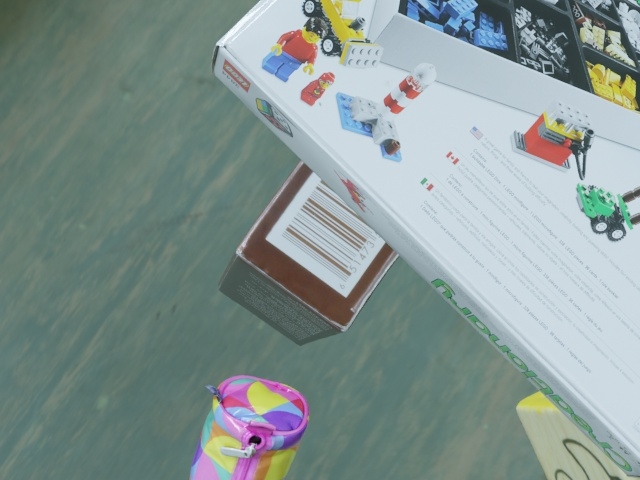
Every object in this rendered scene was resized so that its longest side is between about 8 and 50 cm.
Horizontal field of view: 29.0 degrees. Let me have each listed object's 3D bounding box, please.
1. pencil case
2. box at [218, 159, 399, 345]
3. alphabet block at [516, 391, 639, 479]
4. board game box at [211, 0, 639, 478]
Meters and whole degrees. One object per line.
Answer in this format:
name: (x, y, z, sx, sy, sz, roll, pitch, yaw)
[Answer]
pencil case: (-0.086, 0.240, 1.190, 0.104, 0.236, 0.104, 15, 26, -8)
box: (0.000, 0.000, 1.354, 0.143, 0.381, 0.191, 36, 81, -3)
alphabet block: (0.344, 0.211, 1.224, 0.193, 0.192, 0.197, -25, 90, -18)
board game box: (0.119, -0.052, 0.636, 0.305, 0.053, 0.193, 45, 78, 0)
